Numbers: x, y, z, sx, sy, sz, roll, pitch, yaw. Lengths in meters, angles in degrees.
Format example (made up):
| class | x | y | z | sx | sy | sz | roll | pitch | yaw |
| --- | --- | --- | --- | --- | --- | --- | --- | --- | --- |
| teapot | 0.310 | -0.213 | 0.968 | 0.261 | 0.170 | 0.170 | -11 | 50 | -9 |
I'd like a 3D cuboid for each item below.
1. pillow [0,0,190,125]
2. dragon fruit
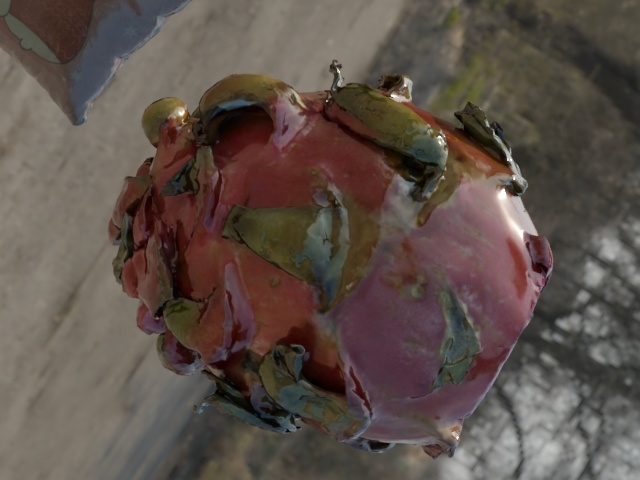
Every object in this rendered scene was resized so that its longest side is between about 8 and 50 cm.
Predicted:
| class | x | y | z | sx | sy | sz | roll | pitch | yaw |
| --- | --- | --- | --- | --- | --- | --- | --- | --- | --- |
| pillow | -0.259 | -0.257 | 1.468 | 0.223 | 0.236 | 0.084 | -45 | -179 | 27 |
| dragon fruit | 0.000 | 0.000 | 1.018 | 0.269 | 0.291 | 0.250 | -61 | 179 | 4 |
